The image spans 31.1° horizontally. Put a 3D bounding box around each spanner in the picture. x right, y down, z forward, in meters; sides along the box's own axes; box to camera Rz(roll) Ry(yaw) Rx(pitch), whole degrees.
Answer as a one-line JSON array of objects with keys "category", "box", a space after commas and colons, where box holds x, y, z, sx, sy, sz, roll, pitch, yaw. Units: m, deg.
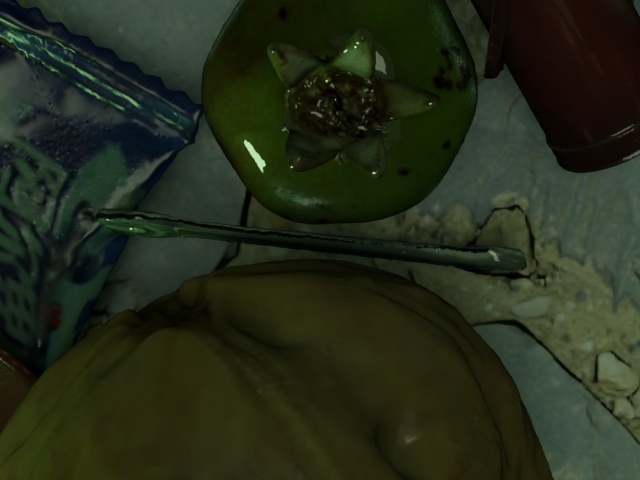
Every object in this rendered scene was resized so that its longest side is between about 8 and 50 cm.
[{"category": "spanner", "box": [0.000, 0.000, 0.776, 0.302, 0.071, 0.017, 6, 83, -15]}]

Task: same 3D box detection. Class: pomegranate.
[{"category": "pomegranate", "box": [0.011, -0.091, 0.714, 0.181, 0.224, 0.181, 1, 99, 4]}]

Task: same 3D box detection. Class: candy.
[{"category": "candy", "box": [-0.216, 0.006, 0.818, 0.187, 0.077, 0.331, 26, 106, -1]}]

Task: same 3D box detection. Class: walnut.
[{"category": "walnut", "box": [-0.015, 0.194, 0.726, 0.383, 0.383, 0.383, 1, 101, 3]}]

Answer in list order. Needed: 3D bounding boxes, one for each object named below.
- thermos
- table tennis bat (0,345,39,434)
[{"category": "thermos", "box": [0.146, -0.164, 0.730, 0.124, 0.099, 0.232, -24, 114, 21]}, {"category": "table tennis bat", "box": [-0.233, 0.150, 0.835, 0.130, 0.019, 0.220, -6, 124, 21]}]
